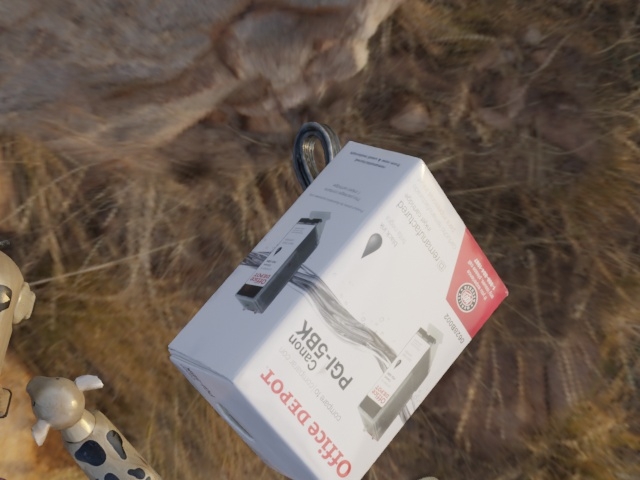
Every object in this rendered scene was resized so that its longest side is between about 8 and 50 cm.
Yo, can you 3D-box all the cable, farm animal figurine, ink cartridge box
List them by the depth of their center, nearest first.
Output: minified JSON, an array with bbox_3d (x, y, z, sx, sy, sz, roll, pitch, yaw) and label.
[{"bbox_3d":[0.011,0.038,0.619,0.135,0.056,0.099,-50,126,-17],"label":"ink cartridge box"},{"bbox_3d":[-0.313,0.148,1.221,0.330,0.172,0.327,-5,80,-5],"label":"farm animal figurine"},{"bbox_3d":[0.000,0.000,1.621,0.072,0.139,0.287,-4,97,-40],"label":"cable"}]

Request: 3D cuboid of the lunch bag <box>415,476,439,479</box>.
[{"bbox_3d":[0.171,0.372,1.449,0.235,0.287,0.169,26,85,23],"label":"lunch bag"}]
